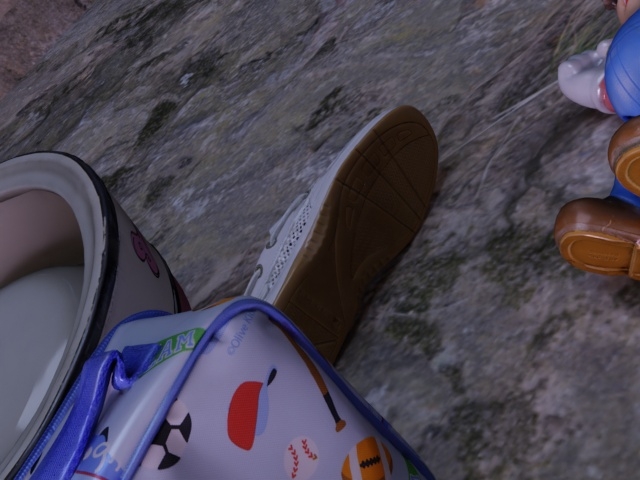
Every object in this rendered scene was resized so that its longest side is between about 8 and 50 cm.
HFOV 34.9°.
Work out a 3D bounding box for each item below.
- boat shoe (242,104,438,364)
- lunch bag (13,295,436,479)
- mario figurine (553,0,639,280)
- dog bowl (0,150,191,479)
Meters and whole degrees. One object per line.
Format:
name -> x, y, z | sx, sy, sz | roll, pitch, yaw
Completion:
boat shoe -> 0.000, 0.000, 0.836 | 0.096, 0.098, 0.277 | 0, 50, 52
lunch bag -> -0.065, 0.182, 0.500 | 0.115, 0.243, 0.303 | -13, 40, 43
mario figurine -> 0.211, -0.136, 0.683 | 0.198, 0.170, 0.320 | -18, 37, 42
dog bowl -> -0.280, 0.131, 0.882 | 0.408, 0.150, 0.407 | -24, 46, 28
